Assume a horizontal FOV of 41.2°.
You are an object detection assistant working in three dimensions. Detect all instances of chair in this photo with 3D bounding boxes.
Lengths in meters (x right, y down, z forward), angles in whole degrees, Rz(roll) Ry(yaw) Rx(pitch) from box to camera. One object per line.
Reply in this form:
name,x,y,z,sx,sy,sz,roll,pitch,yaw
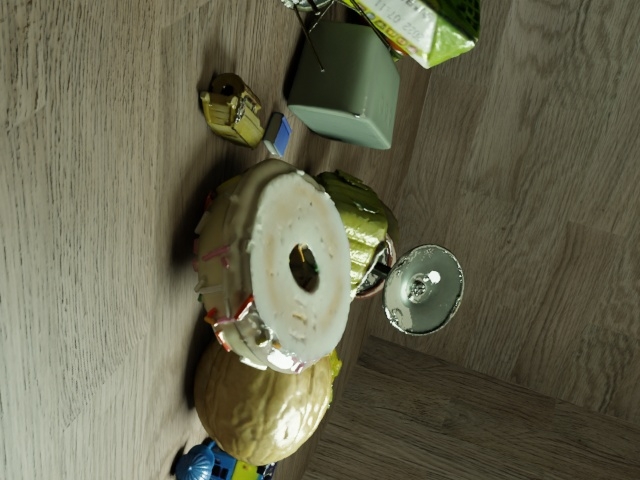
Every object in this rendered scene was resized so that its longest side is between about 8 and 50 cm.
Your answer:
chair,0.154,0.075,2.134,0.401,0.226,0.226,25,-80,60
chair,0.003,-0.455,1.451,0.160,0.170,0.326,82,-16,-57

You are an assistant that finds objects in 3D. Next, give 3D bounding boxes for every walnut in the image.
walnut,-0.115,0.294,1.688,0.252,0.277,0.313,5,105,-39

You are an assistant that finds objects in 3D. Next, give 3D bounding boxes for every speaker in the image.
speaker,0.062,-0.323,1.819,0.406,0.183,0.184,15,87,-78

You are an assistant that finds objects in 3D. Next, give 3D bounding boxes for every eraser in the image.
eraser,-0.084,-0.207,1.664,0.085,0.027,0.063,58,49,-74

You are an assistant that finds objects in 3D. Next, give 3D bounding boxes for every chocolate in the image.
chocolate,0.174,-0.521,1.683,0.137,0.288,0.301,-37,-151,37

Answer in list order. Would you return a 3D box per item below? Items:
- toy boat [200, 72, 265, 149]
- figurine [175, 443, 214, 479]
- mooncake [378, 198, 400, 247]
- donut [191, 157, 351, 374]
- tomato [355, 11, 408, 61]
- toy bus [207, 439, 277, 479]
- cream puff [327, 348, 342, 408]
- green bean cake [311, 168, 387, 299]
toy boat,-0.130,-0.203,1.349,0.226,0.068,0.088,29,74,-78
figurine,-0.267,0.489,1.766,0.087,0.086,0.149,-12,144,-30
mooncake,0.108,-0.025,2.394,0.124,0.228,0.228,-48,-170,46
donut,-0.082,0.049,1.489,0.382,0.142,0.383,20,66,-57
tomato,0.171,-0.569,1.993,0.309,0.170,0.309,-45,-149,37
toy bus,-0.212,0.606,1.920,0.138,0.175,0.288,24,83,-78
cream puff,-0.054,0.343,2.091,0.282,0.185,0.282,-31,136,-36
green bean cake,0.000,0.000,1.995,0.310,0.202,0.285,-63,-162,17
